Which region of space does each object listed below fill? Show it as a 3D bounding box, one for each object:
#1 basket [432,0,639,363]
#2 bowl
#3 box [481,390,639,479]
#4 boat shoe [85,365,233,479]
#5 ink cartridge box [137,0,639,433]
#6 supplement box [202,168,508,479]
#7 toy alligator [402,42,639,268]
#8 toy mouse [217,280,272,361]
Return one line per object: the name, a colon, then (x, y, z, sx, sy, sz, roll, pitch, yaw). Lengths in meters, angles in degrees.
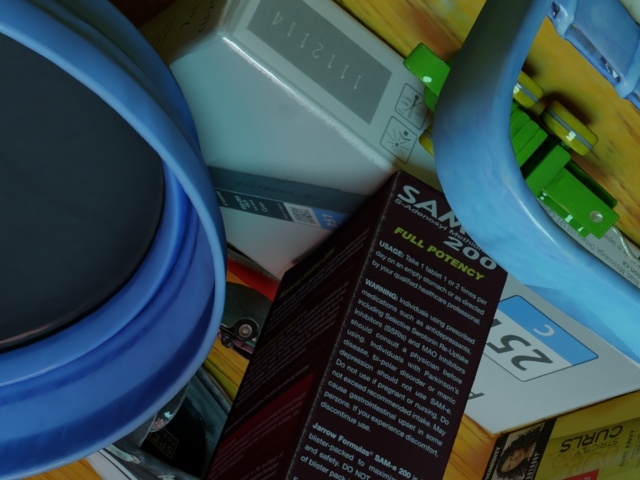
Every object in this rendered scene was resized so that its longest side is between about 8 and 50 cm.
basket: (0.164, -0.063, 0.563, 0.255, 0.289, 0.201, 37, 153, -28)
bowl: (-0.238, -0.014, 0.896, 0.391, 0.077, 0.391, 1, 141, 0)
box: (0.176, 0.137, 1.082, 0.058, 0.087, 0.232, 35, 149, -19)
boat shoe: (-0.130, 0.083, 1.191, 0.102, 0.108, 0.301, 3, 147, 32)
ink cartridge box: (0.000, 0.000, 1.007, 0.296, 0.066, 0.261, 37, 147, -21)
supplement box: (0.001, 0.100, 0.862, 0.073, 0.239, 0.130, 29, 148, -13)
toy alligator: (0.103, -0.036, 0.897, 0.189, 0.056, 0.051, 38, -171, -25)
toy mouse: (-0.047, 0.047, 1.123, 0.143, 0.031, 0.161, 25, 169, 30)
